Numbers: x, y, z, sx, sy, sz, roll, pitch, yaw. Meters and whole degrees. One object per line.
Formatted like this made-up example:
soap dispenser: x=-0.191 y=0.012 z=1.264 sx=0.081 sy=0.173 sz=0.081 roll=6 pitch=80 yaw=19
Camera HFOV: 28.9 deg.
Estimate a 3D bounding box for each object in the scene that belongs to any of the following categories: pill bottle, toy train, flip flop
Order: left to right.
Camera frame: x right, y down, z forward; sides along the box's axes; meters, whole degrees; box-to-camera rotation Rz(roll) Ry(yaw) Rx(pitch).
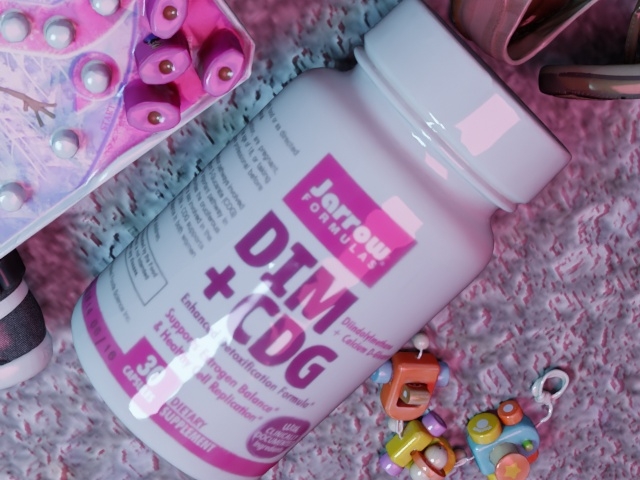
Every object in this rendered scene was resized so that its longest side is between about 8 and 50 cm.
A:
pill bottle: x=0.000 y=0.000 z=0.740 sx=0.283 sy=0.160 sz=0.160 roll=-45 pitch=122 yaw=12
toy train: x=0.109 y=0.137 z=0.926 sx=0.166 sy=0.046 sz=0.125 roll=9 pitch=118 yaw=-21
flip flop: x=0.260 y=-0.150 z=0.767 sx=0.277 sy=0.112 sz=0.080 roll=-22 pitch=99 yaw=1

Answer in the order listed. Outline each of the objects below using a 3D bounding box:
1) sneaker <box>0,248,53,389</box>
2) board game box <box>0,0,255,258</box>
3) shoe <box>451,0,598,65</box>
sneaker: x=-0.281 y=0.044 z=0.745 sx=0.217 sy=0.079 sz=0.121 roll=-15 pitch=113 yaw=-7
board game box: x=-0.293 y=-0.121 z=0.602 sx=0.390 sy=0.050 sz=0.390 roll=-35 pitch=113 yaw=6
shoe: x=0.178 y=-0.184 z=0.739 sx=0.219 sy=0.058 sz=0.076 roll=-40 pitch=123 yaw=10
